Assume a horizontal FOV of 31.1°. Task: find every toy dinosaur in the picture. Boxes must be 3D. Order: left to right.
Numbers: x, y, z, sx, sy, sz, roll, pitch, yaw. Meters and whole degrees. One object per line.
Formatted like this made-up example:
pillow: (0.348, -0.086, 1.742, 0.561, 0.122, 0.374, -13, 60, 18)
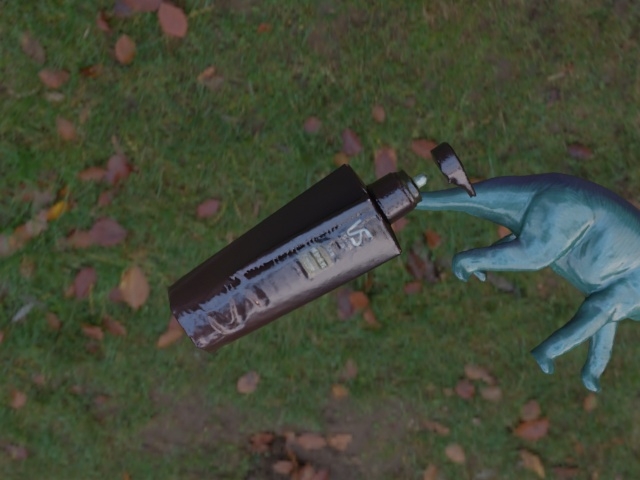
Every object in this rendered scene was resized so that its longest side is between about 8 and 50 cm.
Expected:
toy dinosaur: (0.304, -0.033, 1.155, 0.383, 0.129, 0.331, 44, 104, -2)

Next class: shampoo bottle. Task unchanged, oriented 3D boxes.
shampoo bottle: (0.001, 0.002, 0.853, 0.236, 0.067, 0.068, -32, 137, 3)
